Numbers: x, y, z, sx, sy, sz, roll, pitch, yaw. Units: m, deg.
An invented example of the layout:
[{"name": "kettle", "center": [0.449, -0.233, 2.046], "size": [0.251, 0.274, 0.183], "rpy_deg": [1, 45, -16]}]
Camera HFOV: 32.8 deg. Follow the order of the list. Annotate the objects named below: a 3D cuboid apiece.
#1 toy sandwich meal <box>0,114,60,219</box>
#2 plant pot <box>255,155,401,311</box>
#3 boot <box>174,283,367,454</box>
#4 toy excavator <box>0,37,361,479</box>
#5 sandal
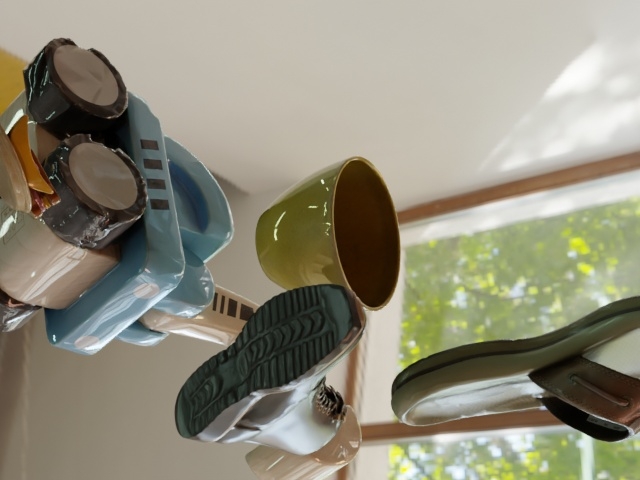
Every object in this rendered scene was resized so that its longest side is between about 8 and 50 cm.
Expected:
[{"name": "toy sandwich meal", "center": [-0.191, -0.053, 0.680], "size": [0.029, 0.085, 0.086], "rpy_deg": [-27, -78, -24]}, {"name": "plant pot", "center": [0.000, 0.000, 0.953], "size": [0.134, 0.095, 0.134], "rpy_deg": [27, -121, -58]}, {"name": "boot", "center": [-0.005, 0.109, 0.868], "size": [0.137, 0.198, 0.077], "rpy_deg": [23, -133, -38]}, {"name": "toy excavator", "center": [-0.161, 0.045, 1.214], "size": [0.445, 0.222, 0.433], "rpy_deg": [20, -138, -41]}, {"name": "sandal", "center": [0.202, 0.115, 0.827], "size": [0.120, 0.302, 0.086], "rpy_deg": [46, -147, -51]}]
